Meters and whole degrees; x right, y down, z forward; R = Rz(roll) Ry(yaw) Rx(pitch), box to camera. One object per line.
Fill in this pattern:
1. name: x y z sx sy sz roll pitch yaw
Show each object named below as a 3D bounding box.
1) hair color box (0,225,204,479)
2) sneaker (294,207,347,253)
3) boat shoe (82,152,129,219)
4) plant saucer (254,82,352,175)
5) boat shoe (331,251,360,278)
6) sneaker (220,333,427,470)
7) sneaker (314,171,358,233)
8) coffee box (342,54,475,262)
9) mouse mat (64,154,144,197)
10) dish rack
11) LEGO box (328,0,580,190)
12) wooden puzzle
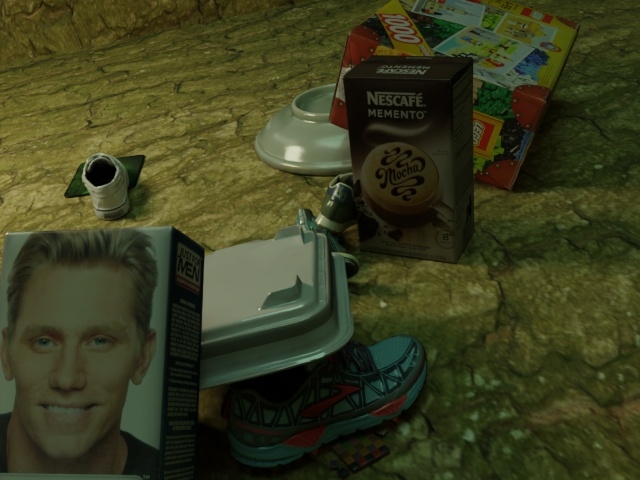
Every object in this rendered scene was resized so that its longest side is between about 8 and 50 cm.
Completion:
1. hair color box: -0.210 0.166 0.681 0.174 0.347 0.105 -2 -15 9
2. sneaker: 0.000 0.000 1.202 0.076 0.065 0.166 3 30 -14
3. boat shoe: -0.440 -0.136 1.495 0.095 0.084 0.258 -19 35 -17
4. plant saucer: 0.047 -0.270 1.612 0.401 0.100 0.400 -6 29 3
5. boat shoe: -0.015 0.056 1.103 0.152 0.056 0.049 -11 34 16
6. sneaker: 0.013 0.157 0.831 0.262 0.125 0.104 -23 27 -24
7. sneaker: 0.046 -0.074 1.232 0.064 0.086 0.192 26 18 6
8. coffee box: 0.143 -0.128 1.135 0.168 0.297 0.119 7 32 26
9. mouse mat: -0.472 -0.145 1.609 0.153 0.007 0.189 -8 30 -2
10. dish rack: -0.111 0.068 0.883 0.286 0.072 0.333 -15 16 4
11. LEGO box: 0.291 -0.347 1.493 0.373 0.193 0.500 22 37 12
12. wooden puzzle: 0.043 0.233 0.818 0.083 0.006 0.049 -22 32 -24
